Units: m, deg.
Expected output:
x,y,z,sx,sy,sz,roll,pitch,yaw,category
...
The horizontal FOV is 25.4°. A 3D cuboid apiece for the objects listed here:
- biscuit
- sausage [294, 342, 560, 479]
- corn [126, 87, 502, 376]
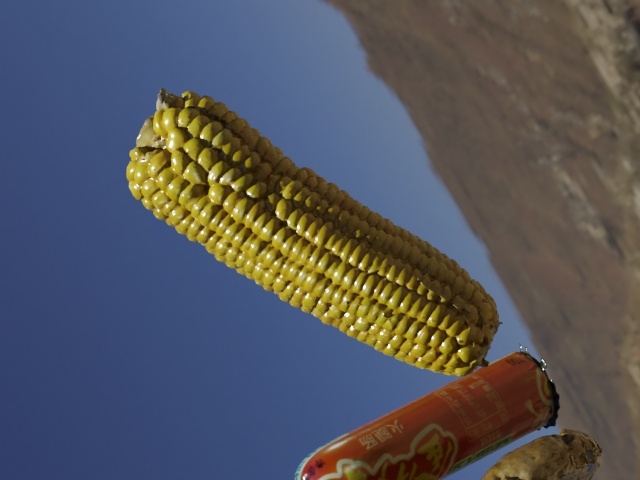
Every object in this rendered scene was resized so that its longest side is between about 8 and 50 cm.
x,y,z,sx,sy,sz,roll,pitch,yaw,category
0.123,0.214,1.080,0.042,0.226,0.226,52,-173,21,biscuit
0.079,0.172,1.180,0.083,0.264,0.083,39,141,42,sausage
-0.003,0.004,1.043,0.313,0.102,0.102,33,-169,1,corn
